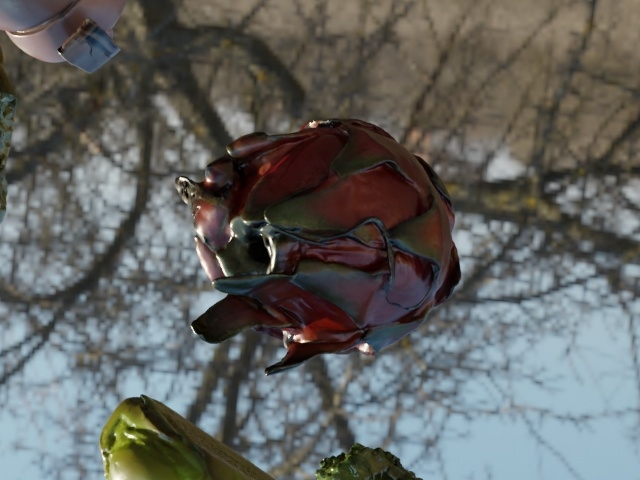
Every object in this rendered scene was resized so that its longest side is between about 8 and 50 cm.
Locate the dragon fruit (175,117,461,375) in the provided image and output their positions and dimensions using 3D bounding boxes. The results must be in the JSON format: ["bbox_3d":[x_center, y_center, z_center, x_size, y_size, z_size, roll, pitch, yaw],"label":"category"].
[{"bbox_3d":[0.000,0.000,1.096,0.193,0.192,0.274,-29,170,22],"label":"dragon fruit"}]

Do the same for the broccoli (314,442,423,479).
[{"bbox_3d":[0.057,0.235,0.982,0.302,0.186,0.254,27,-147,-8],"label":"broccoli"}]

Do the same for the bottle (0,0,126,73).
[{"bbox_3d":[-0.321,-0.296,1.430,0.297,0.173,0.206,46,-173,-43],"label":"bottle"}]

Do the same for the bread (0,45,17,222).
[{"bbox_3d":[-0.525,-0.169,1.953,0.314,0.370,0.191,-42,164,33],"label":"bread"}]

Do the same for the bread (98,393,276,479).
[{"bbox_3d":[-0.088,0.288,1.468,0.166,0.112,0.383,37,176,42],"label":"bread"}]
